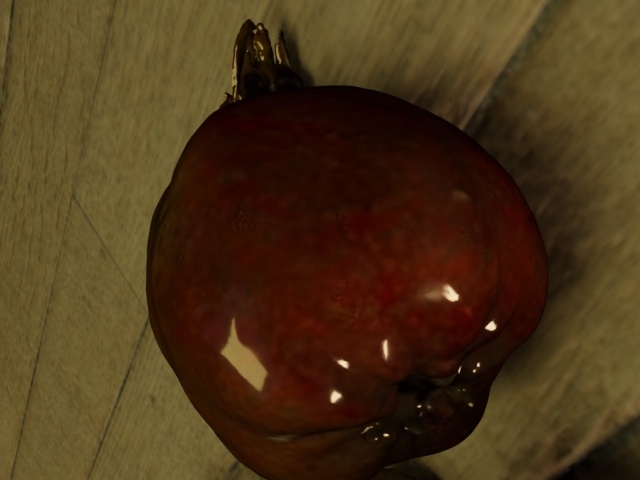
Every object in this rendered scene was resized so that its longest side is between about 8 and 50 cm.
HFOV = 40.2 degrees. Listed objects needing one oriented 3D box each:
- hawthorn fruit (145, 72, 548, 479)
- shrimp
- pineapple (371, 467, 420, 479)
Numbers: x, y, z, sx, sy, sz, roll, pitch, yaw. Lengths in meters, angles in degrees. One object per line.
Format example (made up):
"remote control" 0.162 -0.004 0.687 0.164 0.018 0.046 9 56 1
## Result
"hawthorn fruit" 0.000 0.000 0.479 0.248 0.208 0.208 62 147 37
"shrimp" -0.050 -0.026 0.628 0.145 0.061 0.267 40 138 47
"pineapple" 0.039 0.278 0.626 0.125 0.125 0.251 32 136 39
